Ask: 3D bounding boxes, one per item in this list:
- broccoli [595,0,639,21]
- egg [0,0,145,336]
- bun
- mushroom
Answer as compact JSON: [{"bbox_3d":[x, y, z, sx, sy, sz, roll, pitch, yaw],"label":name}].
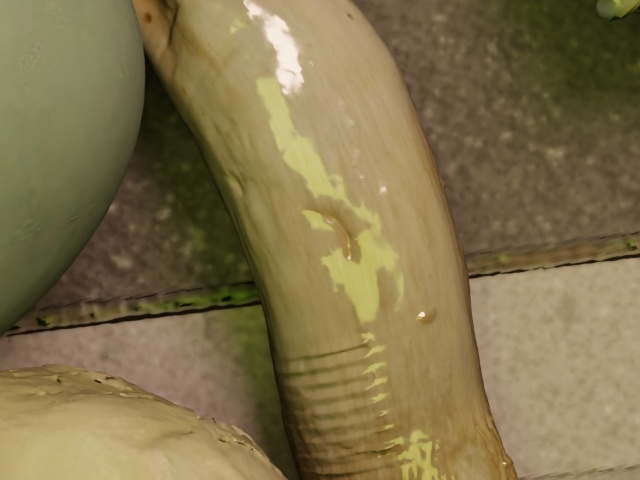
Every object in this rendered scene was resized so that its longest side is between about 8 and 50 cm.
[{"bbox_3d":[0.212,-0.239,0.775,0.334,0.272,0.324,-24,133,2],"label":"broccoli"},{"bbox_3d":[-0.261,-0.043,0.817,0.388,0.276,0.276,-12,95,8],"label":"egg"},{"bbox_3d":[-0.069,0.148,0.836,0.287,0.287,0.146,28,65,3],"label":"bun"},{"bbox_3d":[0.000,0.000,0.887,0.122,0.095,0.351,-22,92,26],"label":"mushroom"}]
